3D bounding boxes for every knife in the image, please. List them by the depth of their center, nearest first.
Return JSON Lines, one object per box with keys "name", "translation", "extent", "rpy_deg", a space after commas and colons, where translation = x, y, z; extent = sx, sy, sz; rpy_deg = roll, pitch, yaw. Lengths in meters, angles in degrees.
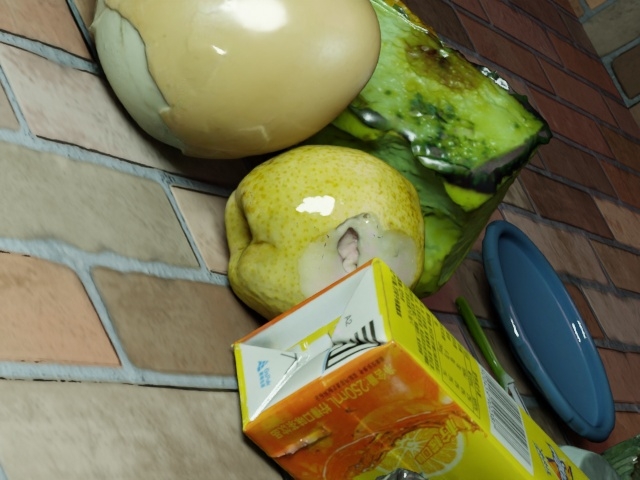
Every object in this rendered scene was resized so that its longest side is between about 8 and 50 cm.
{"name": "knife", "translation": [0.190, 0.140, 2.151], "extent": [0.184, 0.026, 0.022], "rpy_deg": [63, -21, 21]}

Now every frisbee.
{"name": "frisbee", "translation": [0.256, 0.112, 2.319], "extent": [0.289, 0.049, 0.289], "rpy_deg": [50, 23, -30]}

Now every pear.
{"name": "pear", "translation": [0.000, 0.000, 1.667], "extent": [0.178, 0.178, 0.178], "rpy_deg": [49, 20, -25]}
{"name": "pear", "translation": [0.048, -0.069, 1.832], "extent": [0.238, 0.255, 0.164], "rpy_deg": [37, 47, 5]}

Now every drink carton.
{"name": "drink carton", "translation": [0.093, 0.184, 1.614], "extent": [0.351, 0.155, 0.111], "rpy_deg": [46, 23, -33]}

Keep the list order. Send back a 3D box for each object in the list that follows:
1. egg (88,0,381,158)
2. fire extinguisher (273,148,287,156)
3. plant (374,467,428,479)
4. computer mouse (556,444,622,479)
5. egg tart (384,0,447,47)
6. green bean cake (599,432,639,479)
{"name": "egg", "translation": [-0.069, -0.169, 1.653], "extent": [0.201, 0.244, 0.201], "rpy_deg": [0, 90, -73]}
{"name": "fire extinguisher", "translation": [-0.001, -0.109, 2.002], "extent": [0.177, 0.050, 0.062], "rpy_deg": [-23, 110, -72]}
{"name": "plant", "translation": [0.082, 0.276, 1.485], "extent": [0.194, 0.132, 0.129], "rpy_deg": [52, 22, -5]}
{"name": "computer mouse", "translation": [0.252, 0.308, 1.967], "extent": [0.128, 0.079, 0.231], "rpy_deg": [44, 38, -29]}
{"name": "egg tart", "translation": [-0.003, -0.217, 2.013], "extent": [0.295, 0.116, 0.295], "rpy_deg": [29, 16, -9]}
{"name": "green bean cake", "translation": [0.347, 0.319, 2.152], "extent": [0.173, 0.094, 0.181], "rpy_deg": [57, 18, -6]}
